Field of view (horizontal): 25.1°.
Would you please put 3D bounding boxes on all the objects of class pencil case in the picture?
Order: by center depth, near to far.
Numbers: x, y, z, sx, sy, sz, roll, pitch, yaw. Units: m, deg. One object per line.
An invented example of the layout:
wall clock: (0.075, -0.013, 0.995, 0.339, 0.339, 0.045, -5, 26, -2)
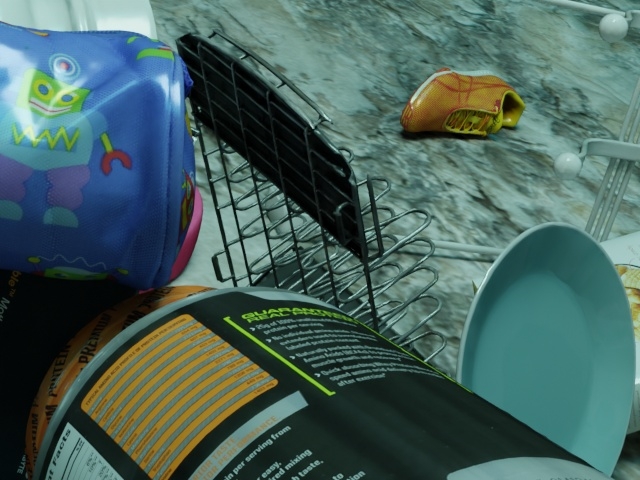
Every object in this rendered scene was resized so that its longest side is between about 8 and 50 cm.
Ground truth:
pencil case: (-0.206, -0.060, 0.659, 0.306, 0.133, 0.119, 10, -11, -11)

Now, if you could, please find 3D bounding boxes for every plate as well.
plate: (0.131, 0.082, 0.858, 0.024, 0.188, 0.188, 1, 10, 43)

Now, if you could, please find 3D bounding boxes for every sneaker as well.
sneaker: (0.145, -0.134, 1.428, 0.175, 0.064, 0.067, -17, 51, -45)

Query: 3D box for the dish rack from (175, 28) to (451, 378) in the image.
dish rack: (0.000, 0.000, 0.854, 0.074, 0.271, 0.208, -31, 45, -21)

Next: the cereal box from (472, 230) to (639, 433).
cereal box: (0.246, 0.052, 1.010, 0.240, 0.047, 0.173, -16, 31, -6)

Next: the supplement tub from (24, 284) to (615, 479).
supplement tub: (0.000, 0.135, 0.594, 0.194, 0.193, 0.316, 1, 16, -30)

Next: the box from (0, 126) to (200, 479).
box: (-0.183, 0.014, 0.741, 0.175, 0.220, 0.051, 22, -13, -8)

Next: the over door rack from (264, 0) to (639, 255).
over door rack: (0.139, -0.080, 1.111, 0.324, 0.239, 0.108, 12, 20, -11)

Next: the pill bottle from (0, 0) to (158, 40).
pill bottle: (-0.259, -0.079, 0.857, 0.319, 0.176, 0.176, -8, 31, -13)

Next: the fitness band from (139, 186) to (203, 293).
fitness band: (-0.225, -0.048, 1.040, 0.291, 0.054, 0.209, 24, 26, 14)
